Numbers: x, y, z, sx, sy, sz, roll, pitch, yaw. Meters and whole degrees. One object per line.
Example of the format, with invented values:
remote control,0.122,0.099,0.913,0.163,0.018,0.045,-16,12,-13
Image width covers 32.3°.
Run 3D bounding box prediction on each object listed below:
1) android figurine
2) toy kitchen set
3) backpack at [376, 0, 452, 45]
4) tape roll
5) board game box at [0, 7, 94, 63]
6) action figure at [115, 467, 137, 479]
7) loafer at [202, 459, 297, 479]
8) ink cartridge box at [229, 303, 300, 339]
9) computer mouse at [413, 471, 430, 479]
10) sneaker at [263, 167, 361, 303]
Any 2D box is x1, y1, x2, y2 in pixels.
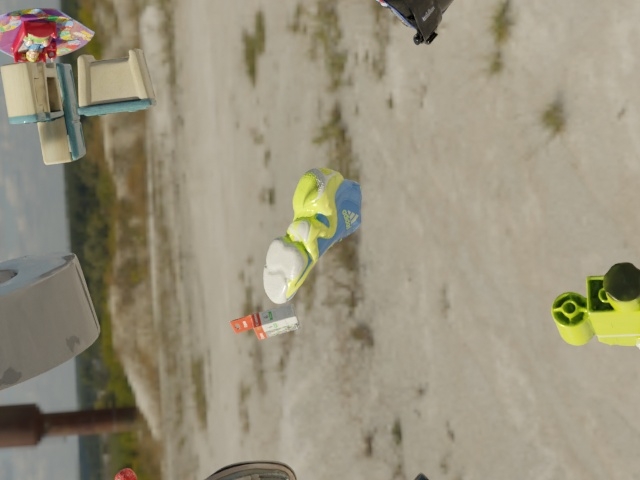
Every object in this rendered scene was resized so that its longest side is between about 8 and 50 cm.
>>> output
android figurine,0.383,0.079,1.211,0.273,0.248,0.056,47,-138,-66
toy kitchen set,-0.266,-0.154,1.296,0.207,0.166,0.122,-95,-2,-81
backpack,0.161,-0.520,1.903,0.276,0.263,0.213,-51,60,12
tape roll,-0.302,0.076,0.934,0.219,0.219,0.072,-147,43,-75
board game box,-0.401,-0.277,1.565,0.168,0.133,0.033,24,-127,-70
action figure,-0.258,0.474,1.607,0.280,0.139,0.091,66,-170,5
loafer,-0.074,0.175,0.706,0.039,0.125,0.045,-121,19,-78
ink cartridge box,-0.096,0.148,1.932,0.063,0.115,0.029,74,179,-65
computer mouse,0.171,0.404,1.736,0.071,0.041,0.242,45,176,14
sneaker,0.000,0.000,1.762,0.091,0.126,0.240,50,124,44
